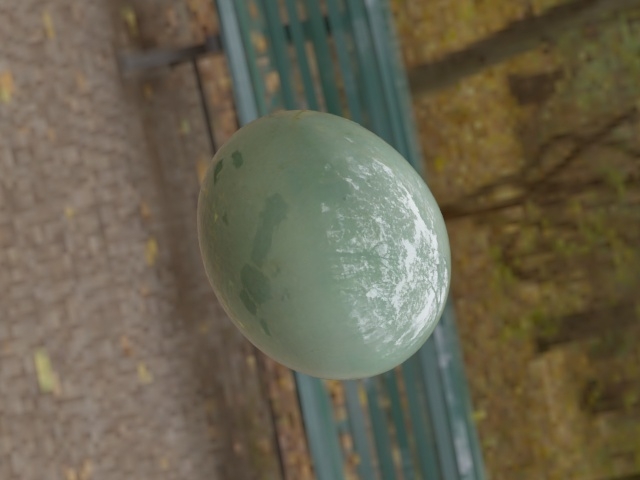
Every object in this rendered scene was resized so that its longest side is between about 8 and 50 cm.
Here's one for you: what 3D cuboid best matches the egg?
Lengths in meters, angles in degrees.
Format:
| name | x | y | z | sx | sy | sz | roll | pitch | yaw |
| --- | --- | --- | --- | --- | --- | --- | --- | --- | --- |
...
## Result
| name | x | y | z | sx | sy | sz | roll | pitch | yaw |
| --- | --- | --- | --- | --- | --- | --- | --- | --- | --- |
| egg | 0.000 | 0.000 | 1.320 | 0.231 | 0.168 | 0.168 | 55 | -9 | 45 |
